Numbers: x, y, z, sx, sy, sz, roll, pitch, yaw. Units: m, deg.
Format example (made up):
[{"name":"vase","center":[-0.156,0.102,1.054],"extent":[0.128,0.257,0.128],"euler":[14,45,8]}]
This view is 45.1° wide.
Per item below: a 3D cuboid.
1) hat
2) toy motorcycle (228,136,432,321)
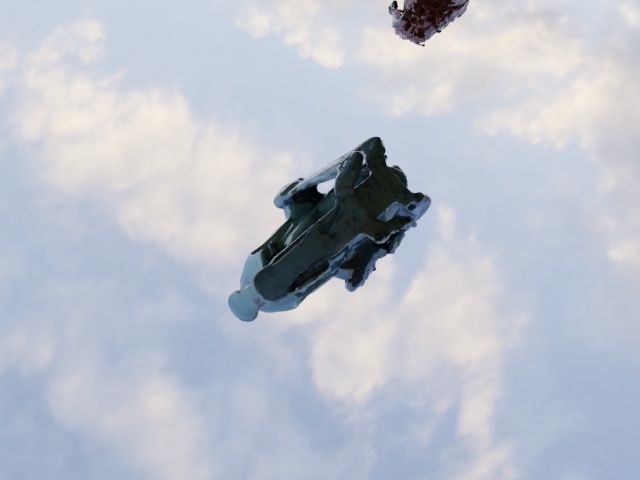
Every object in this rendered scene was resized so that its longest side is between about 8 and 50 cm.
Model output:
[{"name":"hat","center":[0.190,-0.402,1.237],"extent":[0.107,0.237,0.286],"euler":[43,-132,-9]},{"name":"toy motorcycle","center":[0.000,0.000,0.900],"extent":[0.260,0.206,0.154],"euler":[-40,-87,10]}]
